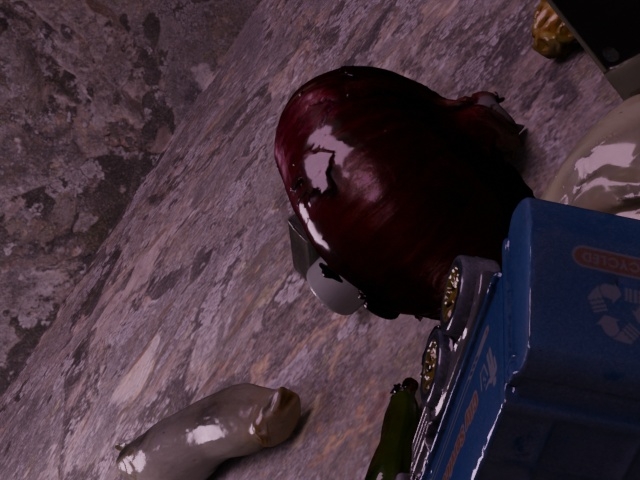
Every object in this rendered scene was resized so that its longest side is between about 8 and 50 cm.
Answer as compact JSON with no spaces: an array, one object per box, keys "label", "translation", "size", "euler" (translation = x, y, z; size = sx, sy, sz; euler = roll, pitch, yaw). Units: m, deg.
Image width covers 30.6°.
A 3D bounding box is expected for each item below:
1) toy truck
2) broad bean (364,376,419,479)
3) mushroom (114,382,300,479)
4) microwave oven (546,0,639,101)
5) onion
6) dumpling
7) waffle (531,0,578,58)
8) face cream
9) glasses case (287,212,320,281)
[{"label":"toy truck","translation":[0.134,0.146,0.786],"size":[0.175,0.146,0.367],"euler":[-86,9,-59]},{"label":"broad bean","translation":[0.060,0.244,1.133],"size":[0.060,0.043,0.297],"euler":[-47,17,50]},{"label":"mushroom","translation":[-0.151,0.255,1.512],"size":[0.351,0.097,0.109],"euler":[-32,30,41]},{"label":"microwave oven","translation":[0.291,-0.351,1.000],"size":[0.333,0.394,0.247],"euler":[-50,16,-31]},{"label":"onion","translation":[0.095,-0.054,1.162],"size":[0.232,0.314,0.314],"euler":[-47,21,22]},{"label":"dumpling","translation":[0.261,0.005,0.930],"size":[0.318,0.187,0.243],"euler":[-66,-10,12]},{"label":"waffle","translation":[0.355,-0.331,1.411],"size":[0.254,0.052,0.245],"euler":[-29,30,50]},{"label":"face cream","translation":[0.108,-0.037,1.403],"size":[0.314,0.089,0.143],"euler":[-47,-22,23]},{"label":"glasses case","translation":[0.000,0.000,1.512],"size":[0.071,0.047,0.205],"euler":[-38,-14,-11]}]
